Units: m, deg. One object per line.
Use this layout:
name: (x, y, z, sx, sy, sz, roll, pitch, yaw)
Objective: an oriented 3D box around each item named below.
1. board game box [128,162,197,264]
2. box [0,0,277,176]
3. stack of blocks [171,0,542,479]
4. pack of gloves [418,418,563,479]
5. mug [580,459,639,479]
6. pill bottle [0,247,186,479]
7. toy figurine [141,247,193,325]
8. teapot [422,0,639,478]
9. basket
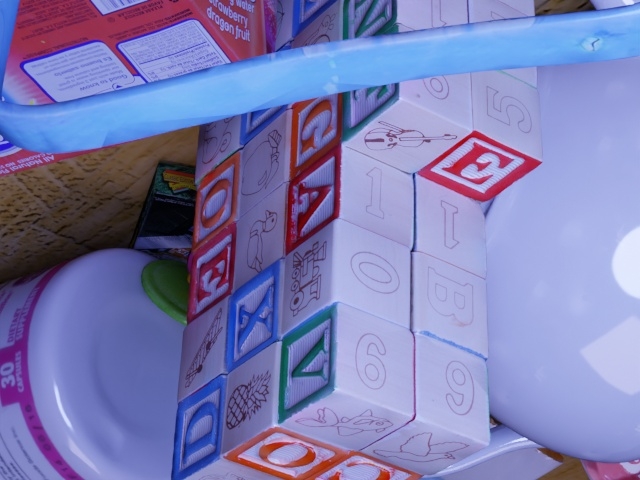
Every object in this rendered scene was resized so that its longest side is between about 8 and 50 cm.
board game box: (0.004, 0.017, 1.165, 0.259, 0.030, 0.136, 10, 144, -13)
box: (-0.160, -0.119, 0.876, 0.256, 0.123, 0.128, -14, 144, 22)
stack of blocks: (0.019, -0.031, 0.844, 0.087, 0.297, 0.171, 23, 142, -28)
pack of gloves: (0.045, 0.165, 1.395, 0.195, 0.046, 0.232, 31, 135, -20)
mug: (0.274, 0.103, 1.244, 0.169, 0.150, 0.113, -22, 104, 24)
pill bottle: (-0.211, 0.113, 1.172, 0.283, 0.160, 0.160, -19, 142, 39)
toy figurine: (0.000, 0.000, 1.058, 0.173, 0.130, 0.159, 31, 112, 2)
teapot: (0.122, -0.010, 0.941, 0.187, 0.256, 0.252, 22, 156, -10)
basket: (0.000, -0.170, 0.639, 0.254, 0.289, 0.201, -9, 151, 9)
